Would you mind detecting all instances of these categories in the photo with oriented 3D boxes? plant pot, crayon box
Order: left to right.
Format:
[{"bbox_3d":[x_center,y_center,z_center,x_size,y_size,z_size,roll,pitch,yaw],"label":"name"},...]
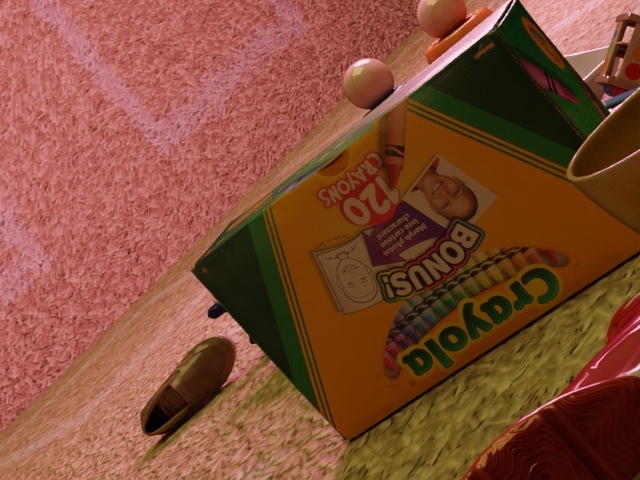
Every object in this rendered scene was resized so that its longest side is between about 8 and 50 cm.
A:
[{"bbox_3d":[0.071,-0.007,0.980,0.278,0.165,0.081,-38,9,29],"label":"crayon box"},{"bbox_3d":[0.206,-0.039,0.742,0.134,0.095,0.134,-40,7,6],"label":"plant pot"}]

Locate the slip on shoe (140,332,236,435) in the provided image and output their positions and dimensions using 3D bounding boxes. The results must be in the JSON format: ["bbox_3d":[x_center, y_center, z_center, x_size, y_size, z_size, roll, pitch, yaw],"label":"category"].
[{"bbox_3d":[-0.140,0.154,1.556,0.135,0.051,0.041,-43,2,11],"label":"slip on shoe"}]

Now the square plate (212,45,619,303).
[{"bbox_3d":[0.090,-0.044,1.405,0.347,0.049,0.344,-44,16,-21],"label":"square plate"}]

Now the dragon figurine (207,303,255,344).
[{"bbox_3d":[0.000,0.000,1.593,0.289,0.085,0.144,-43,6,-6],"label":"dragon figurine"}]

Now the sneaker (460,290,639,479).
[{"bbox_3d":[0.126,0.083,0.606,0.221,0.087,0.128,-39,-8,-7],"label":"sneaker"}]

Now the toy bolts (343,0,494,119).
[{"bbox_3d":[0.112,-0.179,1.794,0.218,0.158,0.228,-33,11,49],"label":"toy bolts"}]

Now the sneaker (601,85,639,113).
[{"bbox_3d":[0.249,-0.092,1.017,0.188,0.067,0.078,-38,29,11],"label":"sneaker"}]

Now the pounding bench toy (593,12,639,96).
[{"bbox_3d":[0.270,-0.137,1.185,0.052,0.083,0.065,-96,24,-84],"label":"pounding bench toy"}]
